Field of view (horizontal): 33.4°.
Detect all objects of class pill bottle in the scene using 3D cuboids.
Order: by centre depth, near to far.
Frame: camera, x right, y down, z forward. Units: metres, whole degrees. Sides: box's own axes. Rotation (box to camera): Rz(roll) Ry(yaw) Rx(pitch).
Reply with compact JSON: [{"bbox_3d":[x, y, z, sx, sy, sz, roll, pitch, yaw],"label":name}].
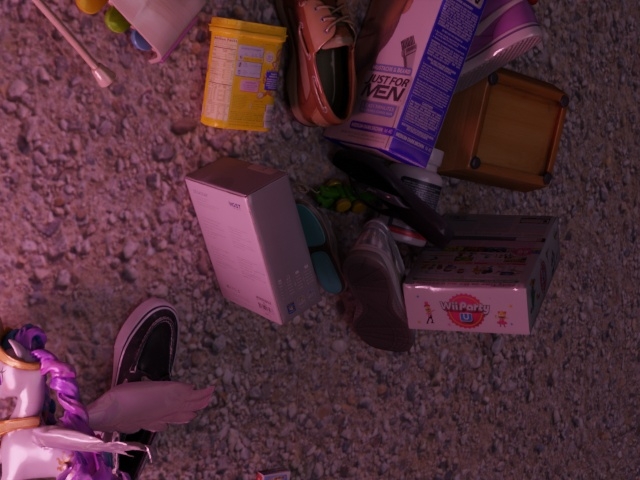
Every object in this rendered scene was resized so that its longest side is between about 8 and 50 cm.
[{"bbox_3d":[0.165,-0.087,1.961,0.108,0.108,0.180,13,94,-40],"label":"pill bottle"}]

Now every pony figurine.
[{"bbox_3d":[-0.359,0.306,1.530,0.303,0.351,0.363,-17,115,-75],"label":"pony figurine"}]

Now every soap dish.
[{"bbox_3d":[0.348,-0.218,2.066,0.291,0.118,0.229,8,97,-39],"label":"soap dish"}]

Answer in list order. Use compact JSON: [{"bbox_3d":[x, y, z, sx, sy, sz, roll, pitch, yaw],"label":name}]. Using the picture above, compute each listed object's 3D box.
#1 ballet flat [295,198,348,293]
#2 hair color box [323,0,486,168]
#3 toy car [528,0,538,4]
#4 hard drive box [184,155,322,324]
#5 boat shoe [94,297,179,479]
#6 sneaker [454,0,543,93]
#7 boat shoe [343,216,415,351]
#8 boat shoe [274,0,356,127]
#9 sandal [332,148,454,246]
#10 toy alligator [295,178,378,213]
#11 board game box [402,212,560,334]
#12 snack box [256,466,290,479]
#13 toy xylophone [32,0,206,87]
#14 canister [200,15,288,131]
[{"bbox_3d":[0.000,0.000,1.892,0.068,0.072,0.213,-61,137,-45],"label":"ballet flat"},{"bbox_3d":[0.147,-0.308,1.835,0.110,0.185,0.339,22,87,-39],"label":"hair color box"},{"bbox_3d":[0.352,-0.488,1.972,0.159,0.136,0.182,16,92,-48],"label":"toy car"},{"bbox_3d":[-0.109,-0.003,1.719,0.089,0.181,0.232,-31,120,-29],"label":"hard drive box"},{"bbox_3d":[-0.283,0.244,1.698,0.108,0.102,0.301,21,89,-40],"label":"boat shoe"},{"bbox_3d":[0.247,-0.363,1.920,0.102,0.282,0.161,3,62,-65],"label":"sneaker"},{"bbox_3d":[0.115,0.094,1.941,0.320,0.118,0.103,69,33,-48],"label":"boat shoe"},{"bbox_3d":[0.010,-0.343,1.758,0.122,0.120,0.324,-20,114,-34],"label":"boat shoe"},{"bbox_3d":[0.120,-0.071,1.859,0.254,0.097,0.054,39,73,7],"label":"sandal"},{"bbox_3d":[0.020,-0.074,1.890,0.189,0.056,0.051,4,140,-39],"label":"toy alligator"},{"bbox_3d":[0.302,0.054,1.958,0.303,0.224,0.097,-49,135,-56],"label":"board game box"},{"bbox_3d":[-0.097,0.511,1.974,0.064,0.022,0.178,0,102,-38],"label":"snack box"},{"bbox_3d":[-0.307,-0.372,1.521,0.236,0.081,0.323,-47,126,-19],"label":"toy xylophone"},{"bbox_3d":[-0.125,-0.264,1.704,0.126,0.073,0.170,0,103,-39],"label":"canister"}]
